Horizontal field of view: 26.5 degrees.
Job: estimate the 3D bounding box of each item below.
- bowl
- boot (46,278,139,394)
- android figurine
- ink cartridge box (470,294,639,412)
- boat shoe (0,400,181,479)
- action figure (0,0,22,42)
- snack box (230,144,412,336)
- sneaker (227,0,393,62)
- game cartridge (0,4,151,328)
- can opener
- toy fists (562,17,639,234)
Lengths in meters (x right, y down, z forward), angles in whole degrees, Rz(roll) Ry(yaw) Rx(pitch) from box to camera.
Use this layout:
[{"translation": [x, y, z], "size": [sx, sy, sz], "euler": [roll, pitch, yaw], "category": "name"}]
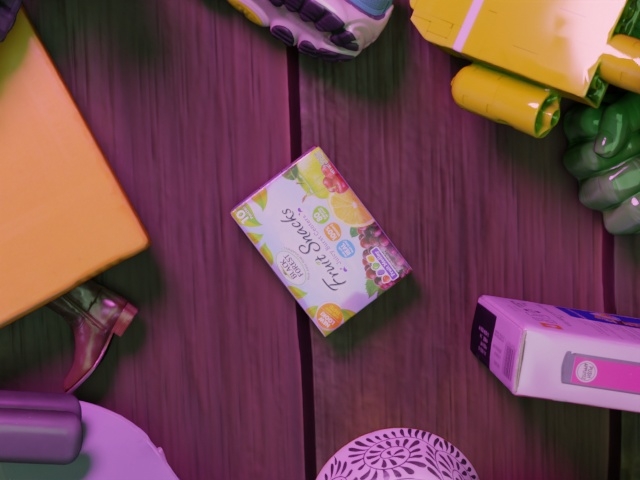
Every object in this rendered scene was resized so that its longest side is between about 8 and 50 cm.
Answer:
[{"translation": [0.074, 0.262, 1.230], "size": [0.170, 0.080, 0.170], "euler": [0, 96, -4], "category": "bowl"}, {"translation": [-0.235, 0.067, 1.207], "size": [0.114, 0.037, 0.106], "euler": [36, 90, -5], "category": "boot"}, {"translation": [0.186, -0.216, 1.139], "size": [0.273, 0.056, 0.248], "euler": [24, 93, 30], "category": "android figurine"}, {"translation": [0.329, 0.112, 1.187], "size": [0.371, 0.176, 0.069], "euler": [7, 96, -6], "category": "ink cartridge box"}, {"translation": [-0.131, 0.280, 1.186], "size": [0.367, 0.156, 0.136], "euler": [28, 56, 18], "category": "boat shoe"}, {"translation": [-0.308, -0.270, 1.071], "size": [0.330, 0.178, 0.341], "euler": [16, 80, 17], "category": "action figure"}, {"translation": [0.000, 0.000, 1.217], "size": [0.100, 0.037, 0.141], "euler": [-38, 98, 1], "category": "snack box"}, {"translation": [-0.059, -0.260, 1.169], "size": [0.275, 0.107, 0.110], "euler": [35, 63, -3], "category": "sneaker"}, {"translation": [-0.352, -0.042, 1.167], "size": [0.324, 0.053, 0.285], "euler": [-28, 91, -3], "category": "game cartridge"}, {"translation": [-0.342, 0.171, 1.121], "size": [0.284, 0.076, 0.095], "euler": [5, 106, -13], "category": "can opener"}, {"translation": [0.280, -0.142, 1.197], "size": [0.142, 0.096, 0.279], "euler": [-8, 98, -1], "category": "toy fists"}]
